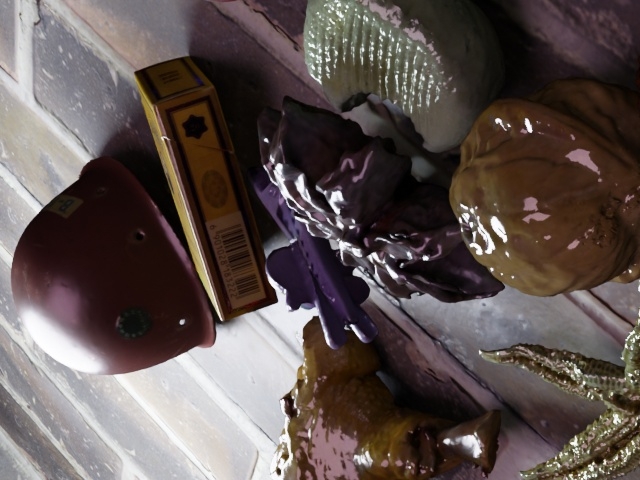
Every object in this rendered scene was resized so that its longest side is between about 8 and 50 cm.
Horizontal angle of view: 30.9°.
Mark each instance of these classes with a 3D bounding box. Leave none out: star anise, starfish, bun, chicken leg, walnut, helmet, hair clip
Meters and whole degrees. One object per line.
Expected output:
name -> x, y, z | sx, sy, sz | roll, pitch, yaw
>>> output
star anise -> 0.051, -0.032, 1.236 | 0.331, 0.117, 0.332 | 36, 166, 10
starfish -> 0.318, 0.161, 1.154 | 0.358, 0.078, 0.347 | 33, 140, 32
bun -> 0.087, -0.188, 1.120 | 0.212, 0.126, 0.204 | 43, 152, 4
chicken leg -> 0.063, 0.230, 1.484 | 0.409, 0.182, 0.295 | -19, 85, 52
walnut -> 0.211, -0.045, 1.007 | 0.198, 0.198, 0.245 | 62, 166, -6
helmet -> -0.350, 0.070, 1.757 | 0.385, 0.230, 0.338 | 14, 131, 55
hair clip -> -0.009, 0.002, 1.413 | 0.090, 0.137, 0.278 | -31, 71, 47

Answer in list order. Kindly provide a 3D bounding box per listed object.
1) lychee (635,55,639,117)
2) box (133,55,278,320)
lychee -> 0.320, -0.107, 0.858 | 0.188, 0.188, 0.188 | 32, 139, 33
box -> -0.150, -0.071, 1.498 | 0.193, 0.084, 0.301 | -131, 23, -65
